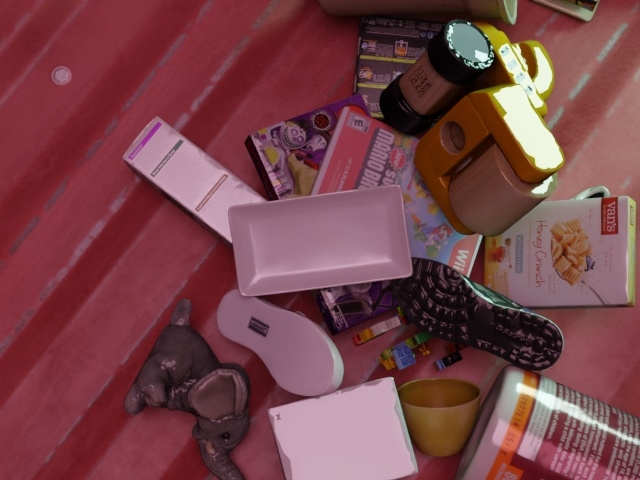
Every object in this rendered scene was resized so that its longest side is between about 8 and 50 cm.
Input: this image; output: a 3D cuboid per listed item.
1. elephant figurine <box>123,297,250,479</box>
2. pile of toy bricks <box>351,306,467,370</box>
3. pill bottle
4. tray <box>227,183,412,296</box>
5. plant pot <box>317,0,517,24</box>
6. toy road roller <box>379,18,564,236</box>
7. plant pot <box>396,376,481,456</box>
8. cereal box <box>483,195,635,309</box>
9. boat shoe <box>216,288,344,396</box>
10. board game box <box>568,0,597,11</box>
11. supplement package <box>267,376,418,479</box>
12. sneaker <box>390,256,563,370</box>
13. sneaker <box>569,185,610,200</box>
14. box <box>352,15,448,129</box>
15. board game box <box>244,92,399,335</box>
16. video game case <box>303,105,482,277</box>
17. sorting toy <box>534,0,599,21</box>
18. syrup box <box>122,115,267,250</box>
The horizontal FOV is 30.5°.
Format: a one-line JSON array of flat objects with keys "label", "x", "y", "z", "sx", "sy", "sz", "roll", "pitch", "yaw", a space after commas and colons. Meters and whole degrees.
[{"label": "elephant figurine", "x": -0.173, "y": 0.251, "z": 1.844, "sx": 0.239, "sy": 0.186, "sz": 0.169, "roll": 29, "pitch": 37, "yaw": -5}, {"label": "pile of toy bricks", "x": 0.140, "y": 0.165, "z": 1.867, "sx": 0.212, "sy": 0.105, "sz": 0.118, "roll": -17, "pitch": 78, "yaw": -44}, {"label": "pill bottle", "x": 0.420, "y": 0.362, "z": 1.768, "sx": 0.392, "sy": 0.224, "sz": 0.224, "roll": 23, "pitch": 80, "yaw": 5}, {"label": "tray", "x": 0.000, "y": 0.000, "z": 1.803, "sx": 0.270, "sy": 0.030, "sz": 0.145, "roll": -7, "pitch": 97, "yaw": 5}, {"label": "plant pot", "x": 0.141, "y": -0.494, "z": 1.895, "sx": 0.306, "sy": 0.334, "sz": 0.333, "roll": -6, "pitch": 79, "yaw": 16}, {"label": "toy road roller", "x": 0.276, "y": -0.191, "z": 1.839, "sx": 0.241, "sy": 0.202, "sz": 0.329, "roll": -16, "pitch": 72, "yaw": -37}, {"label": "plant pot", "x": 0.186, "y": 0.283, "z": 1.842, "sx": 0.134, "sy": 0.134, "sz": 0.095, "roll": -3, "pitch": 103, "yaw": 0}, {"label": "cereal box", "x": 0.379, "y": 0.023, "z": 1.867, "sx": 0.240, "sy": 0.047, "sz": 0.173, "roll": -5, "pitch": 76, "yaw": 31}, {"label": "boat shoe", "x": -0.044, "y": 0.160, "z": 1.794, "sx": 0.102, "sy": 0.301, "sz": 0.108, "roll": 20, "pitch": 92, "yaw": -39}, {"label": "board game box", "x": 0.435, "y": -0.493, "z": 1.984, "sx": 0.141, "sy": 0.048, "sz": 0.170, "roll": 25, "pitch": 80, "yaw": 8}, {"label": "supplement package", "x": 0.033, "y": 0.309, "z": 1.789, "sx": 0.194, "sy": 0.203, "sz": 0.149, "roll": -15, "pitch": 79, "yaw": -2}, {"label": "sneaker", "x": 0.241, "y": 0.116, "z": 1.826, "sx": 0.283, "sy": 0.124, "sz": 0.107, "roll": 29, "pitch": 98, "yaw": 11}, {"label": "sneaker", "x": 0.408, "y": -0.037, "z": 1.919, "sx": 0.161, "sy": 0.075, "sz": 0.057, "roll": -37, "pitch": 81, "yaw": -7}, {"label": "box", "x": 0.153, "y": -0.283, "z": 1.984, "sx": 0.191, "sy": 0.045, "sz": 0.184, "roll": 5, "pitch": 82, "yaw": 0}, {"label": "board game box", "x": 0.042, "y": -0.046, "z": 1.884, "sx": 0.208, "sy": 0.056, "sz": 0.346, "roll": -23, "pitch": 84, "yaw": -22}, {"label": "video game case", "x": 0.132, "y": -0.069, "z": 1.877, "sx": 0.285, "sy": 0.025, "sz": 0.204, "roll": 23, "pitch": 72, "yaw": -9}, {"label": "sorting toy", "x": 0.407, "y": -0.500, "z": 2.028, "sx": 0.208, "sy": 0.038, "sz": 0.193, "roll": 24, "pitch": 80, "yaw": 4}, {"label": "syrup box", "x": -0.202, "y": -0.091, "z": 1.922, "sx": 0.237, "sy": 0.093, "sz": 0.096, "roll": 39, "pitch": 82, "yaw": 7}]
